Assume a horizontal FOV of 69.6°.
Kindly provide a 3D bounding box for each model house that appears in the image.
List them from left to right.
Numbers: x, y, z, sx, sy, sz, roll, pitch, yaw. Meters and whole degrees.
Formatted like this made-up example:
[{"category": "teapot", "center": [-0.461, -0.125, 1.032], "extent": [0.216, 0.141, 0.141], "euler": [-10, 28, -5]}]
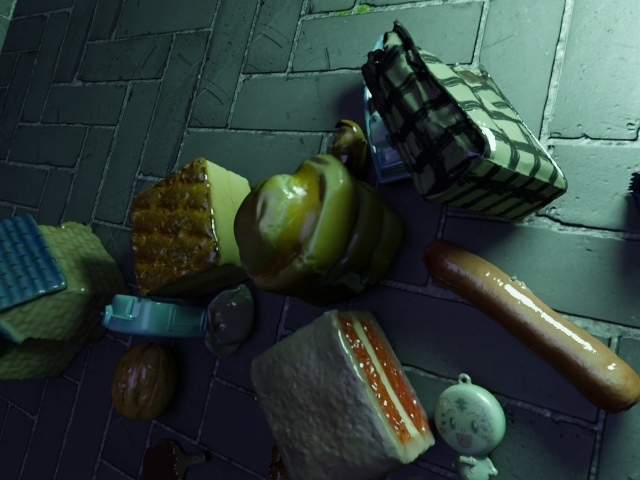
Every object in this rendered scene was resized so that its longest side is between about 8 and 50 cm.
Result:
[{"category": "model house", "center": [-0.892, 0.165, 1.339], "extent": [0.445, 0.400, 0.395], "euler": [-49, 63, 12]}]

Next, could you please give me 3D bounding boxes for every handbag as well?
[{"category": "handbag", "center": [0.250, -0.202, 0.818], "extent": [0.163, 0.326, 0.326], "euler": [-39, 59, 37]}]

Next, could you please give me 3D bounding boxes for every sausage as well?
[{"category": "sausage", "center": [0.357, 0.133, 0.823], "extent": [0.094, 0.094, 0.419], "euler": [-47, 60, -5]}]

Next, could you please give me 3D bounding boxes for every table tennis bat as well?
[{"category": "table tennis bat", "center": [-0.375, 0.571, 1.176], "extent": [0.235, 0.022, 0.130], "euler": [-25, 68, 24]}]

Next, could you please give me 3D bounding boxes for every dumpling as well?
[{"category": "dumpling", "center": [-0.230, 0.193, 1.116], "extent": [0.108, 0.127, 0.187], "euler": [18, 92, 44]}]

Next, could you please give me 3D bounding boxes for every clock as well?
[{"category": "clock", "center": [-0.430, 0.189, 1.172], "extent": [0.275, 0.224, 0.094], "euler": [3, 81, 31]}]

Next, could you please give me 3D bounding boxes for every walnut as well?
[{"category": "walnut", "center": [-0.454, 0.366, 1.190], "extent": [0.159, 0.159, 0.206], "euler": [6, 89, 30]}]

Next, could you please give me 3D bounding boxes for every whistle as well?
[{"category": "whistle", "center": [0.275, 0.372, 0.832], "extent": [0.126, 0.067, 0.257], "euler": [-11, 78, 41]}]

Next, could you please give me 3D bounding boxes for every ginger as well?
[{"category": "ginger", "center": [0.005, -0.130, 1.068], "extent": [0.133, 0.107, 0.309], "euler": [45, 108, 11]}]

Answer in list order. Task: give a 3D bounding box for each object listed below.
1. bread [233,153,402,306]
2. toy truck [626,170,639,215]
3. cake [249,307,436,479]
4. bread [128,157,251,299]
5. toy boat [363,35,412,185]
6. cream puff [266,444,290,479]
[{"category": "bread", "center": [0.000, 0.000, 0.909], "extent": [0.300, 0.341, 0.210], "euler": [-43, 55, 9]}, {"category": "toy truck", "center": [0.593, -0.043, 0.717], "extent": [0.208, 0.113, 0.126], "euler": [16, 89, 32]}, {"category": "cake", "center": [0.043, 0.304, 0.880], "extent": [0.230, 0.237, 0.308], "euler": [-38, 66, 21]}, {"category": "bread", "center": [-0.313, -0.016, 1.162], "extent": [0.279, 0.207, 0.278], "euler": [-25, 69, 24]}, {"category": "toy boat", "center": [0.159, -0.292, 1.001], "extent": [0.145, 0.133, 0.331], "euler": [-11, 74, 28]}, {"category": "cream puff", "center": [-0.064, 0.476, 0.971], "extent": [0.094, 0.122, 0.116], "euler": [48, 133, -10]}]
